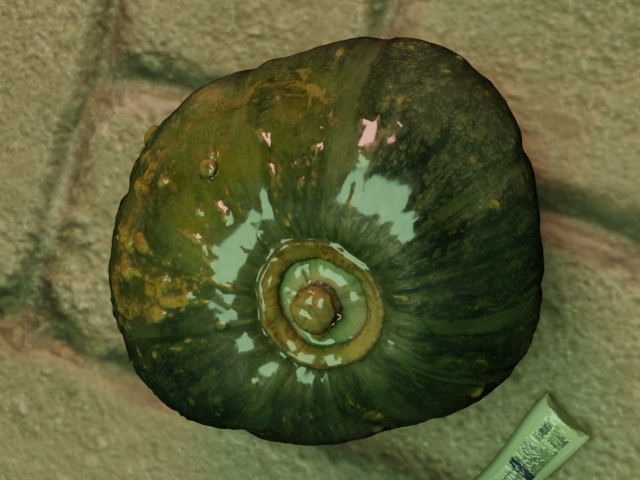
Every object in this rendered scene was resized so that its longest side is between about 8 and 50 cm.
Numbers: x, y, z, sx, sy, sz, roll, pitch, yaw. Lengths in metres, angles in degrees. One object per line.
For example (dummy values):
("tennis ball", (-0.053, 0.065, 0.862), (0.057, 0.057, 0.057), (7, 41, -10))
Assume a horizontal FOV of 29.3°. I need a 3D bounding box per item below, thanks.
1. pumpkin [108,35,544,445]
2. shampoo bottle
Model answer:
("pumpkin", (0.000, 0.000, 0.914), (0.328, 0.257, 0.291), (-5, 101, 13))
("shampoo bottle", (0.152, 0.188, 0.979), (0.049, 0.034, 0.141), (42, 104, 7))
